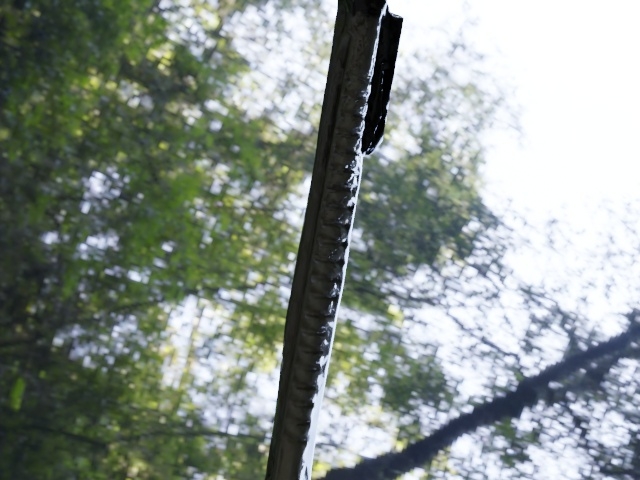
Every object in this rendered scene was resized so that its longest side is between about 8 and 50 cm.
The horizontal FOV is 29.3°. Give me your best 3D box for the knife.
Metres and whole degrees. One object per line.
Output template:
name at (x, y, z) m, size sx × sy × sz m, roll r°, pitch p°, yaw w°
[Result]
knife at (0.006, 0.001, 0.685) m, size 0.043 × 0.089 × 0.365 m, roll 9°, pitch -90°, yaw 2°
